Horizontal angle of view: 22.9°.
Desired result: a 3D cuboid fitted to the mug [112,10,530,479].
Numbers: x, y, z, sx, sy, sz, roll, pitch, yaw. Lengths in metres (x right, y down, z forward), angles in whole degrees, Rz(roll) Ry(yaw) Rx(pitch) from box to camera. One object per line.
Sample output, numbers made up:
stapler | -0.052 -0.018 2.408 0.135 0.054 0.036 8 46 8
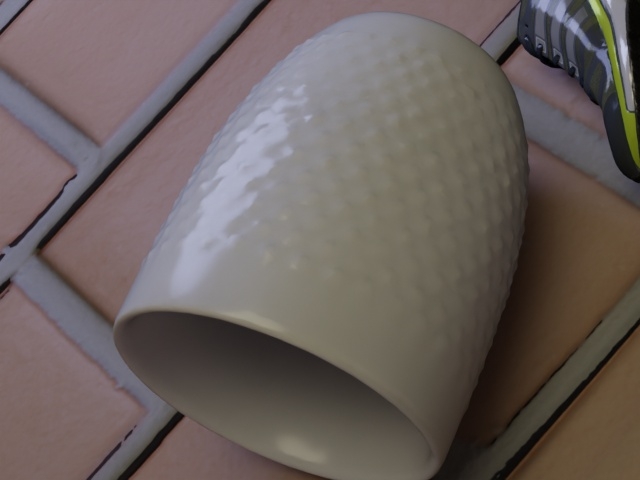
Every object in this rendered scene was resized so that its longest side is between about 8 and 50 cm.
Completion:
mug | 0.000 0.000 1.316 0.374 0.276 0.328 -19 41 56

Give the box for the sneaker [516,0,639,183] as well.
sneaker | 0.243 -0.172 1.382 0.121 0.111 0.299 -36 51 38
